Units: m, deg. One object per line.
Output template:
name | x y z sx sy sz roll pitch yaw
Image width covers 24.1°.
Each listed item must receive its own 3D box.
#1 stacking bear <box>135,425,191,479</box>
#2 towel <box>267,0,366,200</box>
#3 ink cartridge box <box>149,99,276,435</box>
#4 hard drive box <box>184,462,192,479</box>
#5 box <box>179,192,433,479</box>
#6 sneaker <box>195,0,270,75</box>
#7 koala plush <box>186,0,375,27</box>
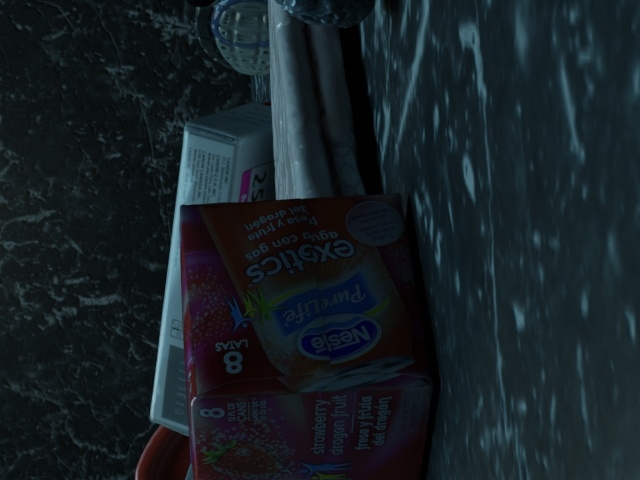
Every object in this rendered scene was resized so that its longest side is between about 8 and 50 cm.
stacking bear | -0.086 0.267 1.771 0.289 0.175 0.164 64 -130 -75
towel | 0.000 0.000 1.075 0.332 0.053 0.317 91 173 -48
ink cartridge box | -0.058 0.012 1.358 0.239 0.060 0.275 -27 -51 -60
hard drive box | -0.046 0.209 1.239 0.232 0.089 0.181 -74 -13 -55
box | -0.013 0.103 0.842 0.257 0.122 0.128 92 172 -51
sneaker | -0.054 -0.284 1.427 0.297 0.111 0.129 97 -175 -47
koala plush | -0.055 -0.218 0.883 0.221 0.196 0.203 144 135 -85
